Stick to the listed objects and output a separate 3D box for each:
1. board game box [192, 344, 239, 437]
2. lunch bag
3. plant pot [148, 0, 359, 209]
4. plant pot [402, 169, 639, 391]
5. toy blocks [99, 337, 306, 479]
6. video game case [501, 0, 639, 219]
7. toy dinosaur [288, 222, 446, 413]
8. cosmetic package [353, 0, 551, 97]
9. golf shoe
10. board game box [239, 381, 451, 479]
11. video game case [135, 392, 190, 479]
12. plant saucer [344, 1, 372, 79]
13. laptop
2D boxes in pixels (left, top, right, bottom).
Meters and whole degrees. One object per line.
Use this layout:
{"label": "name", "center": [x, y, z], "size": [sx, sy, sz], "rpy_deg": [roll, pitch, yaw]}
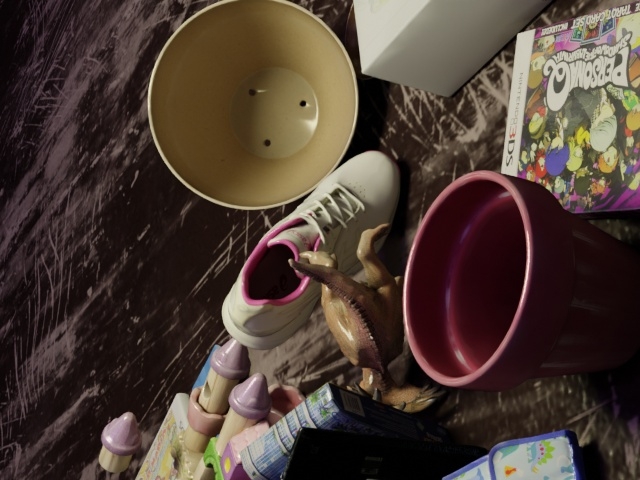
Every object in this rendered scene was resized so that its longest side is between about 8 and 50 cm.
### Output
{"label": "board game box", "center": [-0.150, 0.246, 1.945], "size": [0.168, 0.033, 0.133], "rpy_deg": [-61, 37, 39]}
{"label": "lunch bag", "center": [0.199, 0.268, 1.229], "size": [0.151, 0.096, 0.129], "rpy_deg": [-35, 47, 36]}
{"label": "plant pot", "center": [-0.079, -0.186, 1.772], "size": [0.191, 0.284, 0.284], "rpy_deg": [-17, -60, -82]}
{"label": "plant pot", "center": [0.205, 0.049, 1.198], "size": [0.201, 0.180, 0.201], "rpy_deg": [-32, 52, 53]}
{"label": "toy blocks", "center": [-0.122, 0.270, 1.584], "size": [0.288, 0.309, 0.260], "rpy_deg": [-112, 36, -46]}
{"label": "video game case", "center": [0.272, -0.125, 1.288], "size": [0.232, 0.042, 0.210], "rpy_deg": [-2, 80, 61]}
{"label": "toy dinosaur", "center": [0.058, 0.109, 1.424], "size": [0.127, 0.295, 0.200], "rpy_deg": [-12, 65, 13]}
{"label": "cosmetic package", "center": [0.148, -0.330, 1.497], "size": [0.224, 0.138, 0.224], "rpy_deg": [-43, 45, 48]}
{"label": "golf shoe", "center": [0.000, 0.000, 1.552], "size": [0.306, 0.115, 0.140], "rpy_deg": [-51, -11, -17]}
{"label": "board game box", "center": [0.017, 0.257, 1.408], "size": [0.194, 0.194, 0.060], "rpy_deg": [-42, 43, 26]}
{"label": "video game case", "center": [-0.243, 0.399, 2.064], "size": [0.227, 0.026, 0.206], "rpy_deg": [-63, 31, 27]}
{"label": "plant saucer", "center": [0.087, -0.296, 1.710], "size": [0.168, 0.029, 0.168], "rpy_deg": [-34, 50, 53]}
{"label": "laptop", "center": [0.016, 0.301, 1.397], "size": [0.136, 0.234, 0.264], "rpy_deg": [44, 119, 57]}
